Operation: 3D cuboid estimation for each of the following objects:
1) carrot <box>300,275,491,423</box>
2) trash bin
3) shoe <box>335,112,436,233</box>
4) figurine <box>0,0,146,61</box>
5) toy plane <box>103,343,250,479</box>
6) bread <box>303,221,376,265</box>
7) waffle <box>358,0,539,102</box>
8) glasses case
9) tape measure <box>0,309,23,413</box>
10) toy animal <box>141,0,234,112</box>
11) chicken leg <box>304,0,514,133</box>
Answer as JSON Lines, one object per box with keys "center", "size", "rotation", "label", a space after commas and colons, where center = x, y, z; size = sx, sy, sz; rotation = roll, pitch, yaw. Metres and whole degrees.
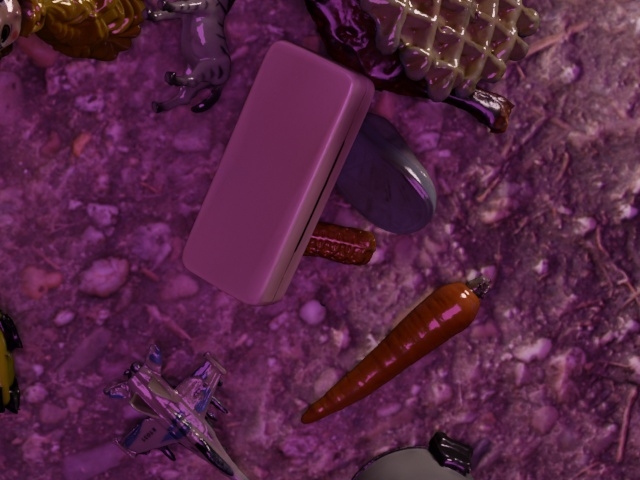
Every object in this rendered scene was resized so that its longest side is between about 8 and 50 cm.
{"center": [0.107, 0.159, 1.534], "size": [0.336, 0.069, 0.069], "rotation": [-40, 98, 4], "label": "carrot"}
{"center": [0.140, 0.422, 1.465], "size": [0.217, 0.262, 0.277], "rotation": [23, 95, -6], "label": "trash bin"}
{"center": [0.067, -0.115, 1.485], "size": [0.251, 0.100, 0.103], "rotation": [46, 122, 11], "label": "shoe"}
{"center": [-0.354, -0.280, 1.304], "size": [0.168, 0.315, 0.187], "rotation": [28, 118, 9], "label": "figurine"}
{"center": [-0.176, 0.265, 1.522], "size": [0.192, 0.088, 0.262], "rotation": [-42, 108, 7], "label": "toy plane"}
{"center": [0.000, 0.000, 1.515], "size": [0.157, 0.044, 0.052], "rotation": [10, 101, -4], "label": "bread"}
{"center": [0.166, -0.335, 1.406], "size": [0.309, 0.056, 0.292], "rotation": [-30, 100, -39], "label": "waffle"}
{"center": [-0.058, -0.086, 1.443], "size": [0.144, 0.076, 0.336], "rotation": [30, 103, 22], "label": "glasses case"}
{"center": [-0.501, 0.145, 1.469], "size": [0.199, 0.112, 0.186], "rotation": [-3, 104, -9], "label": "tape measure"}
{"center": [-0.149, -0.280, 1.454], "size": [0.176, 0.073, 0.217], "rotation": [-16, 117, -36], "label": "toy animal"}
{"center": [0.094, -0.277, 1.463], "size": [0.158, 0.096, 0.407], "rotation": [-41, 105, 12], "label": "chicken leg"}
